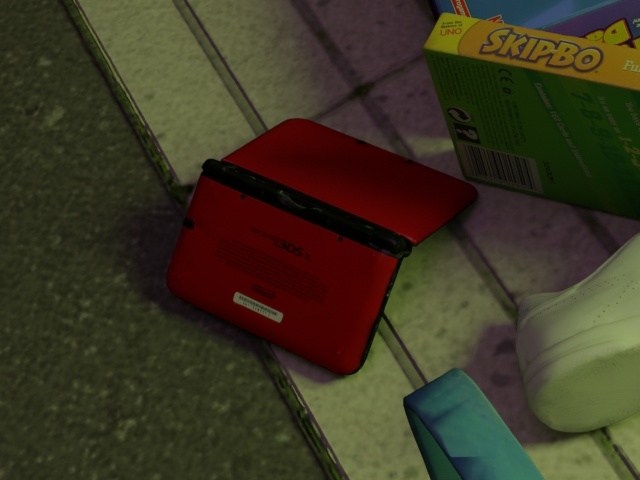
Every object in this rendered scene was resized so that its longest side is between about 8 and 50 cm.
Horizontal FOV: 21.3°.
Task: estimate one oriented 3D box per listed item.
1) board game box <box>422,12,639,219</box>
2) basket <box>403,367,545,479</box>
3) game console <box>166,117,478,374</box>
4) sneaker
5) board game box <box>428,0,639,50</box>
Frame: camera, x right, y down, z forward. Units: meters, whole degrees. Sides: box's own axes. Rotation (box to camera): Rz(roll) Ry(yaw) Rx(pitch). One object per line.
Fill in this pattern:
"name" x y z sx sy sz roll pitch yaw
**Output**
"board game box" 0.187 -0.051 0.917 0.259 0.124 0.039 17 63 27
"basket" 0.121 0.206 0.662 0.201 0.289 0.255 -30 55 -3
"game console" 0.000 0.000 1.011 0.144 0.085 0.124 23 98 30
"sneaker" 0.203 0.025 0.898 0.212 0.080 0.094 -17 42 8
"board game box" 0.156 -0.253 1.091 0.233 0.078 0.347 -19 54 5
